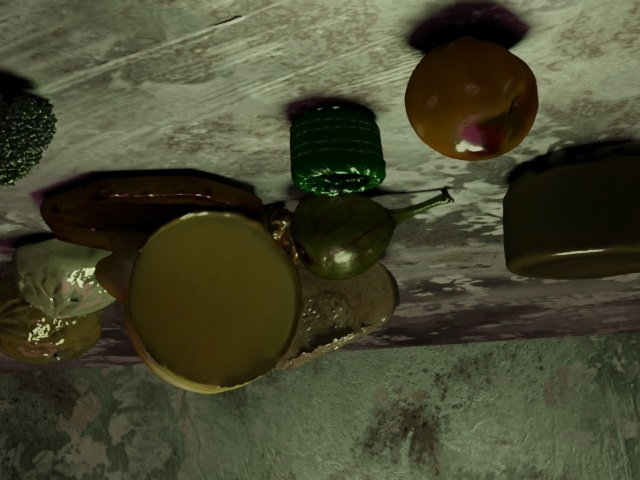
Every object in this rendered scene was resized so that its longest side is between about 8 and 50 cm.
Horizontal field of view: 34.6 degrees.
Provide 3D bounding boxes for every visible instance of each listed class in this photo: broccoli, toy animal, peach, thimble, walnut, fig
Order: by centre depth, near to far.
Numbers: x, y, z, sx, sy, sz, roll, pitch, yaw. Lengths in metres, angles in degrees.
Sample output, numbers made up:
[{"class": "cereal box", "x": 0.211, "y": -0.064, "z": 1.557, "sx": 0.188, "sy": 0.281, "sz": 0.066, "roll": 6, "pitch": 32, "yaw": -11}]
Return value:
[{"class": "peach", "x": 0.155, "y": -0.147, "z": 1.084, "sx": 0.138, "sy": 0.138, "sz": 0.138, "roll": -3, "pitch": 167, "yaw": -1}, {"class": "broccoli", "x": -0.388, "y": -0.121, "z": 1.162, "sx": 0.204, "sy": 0.122, "sz": 0.118, "roll": 4, "pitch": 159, "yaw": 39}, {"class": "thimble", "x": 0.021, "y": -0.108, "z": 1.285, "sx": 0.118, "sy": 0.090, "sz": 0.130, "roll": -6, "pitch": 167, "yaw": 5}, {"class": "fig", "x": 0.075, "y": -0.038, "z": 1.613, "sx": 0.259, "sy": 0.151, "sz": 0.151, "roll": -28, "pitch": 176, "yaw": -22}, {"class": "toy animal", "x": -0.006, "y": -0.002, "z": 1.759, "sx": 0.255, "sy": 0.116, "sz": 0.114, "roll": 1, "pitch": -170, "yaw": -40}, {"class": "walnut", "x": -0.534, "y": 0.146, "z": 2.001, "sx": 0.245, "sy": 0.198, "sz": 0.198, "roll": -3, "pitch": 170, "yaw": -44}]

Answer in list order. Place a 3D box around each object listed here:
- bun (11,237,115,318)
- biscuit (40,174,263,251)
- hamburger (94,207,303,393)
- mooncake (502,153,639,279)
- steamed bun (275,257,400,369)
[{"class": "bun", "x": -0.446, "y": 0.071, "z": 1.840, "sx": 0.231, "sy": 0.133, "sz": 0.231, "roll": -1, "pitch": 168, "yaw": 0}, {"class": "biscuit", "x": -0.256, "y": -0.036, "z": 1.603, "sx": 0.359, "sy": 0.046, "sz": 0.359, "roll": -2, "pitch": 166, "yaw": -1}, {"class": "hamburger", "x": -0.190, "y": 0.091, "z": 1.546, "sx": 0.303, "sy": 0.261, "sz": 0.186, "roll": 23, "pitch": 163, "yaw": -14}, {"class": "mooncake", "x": 0.414, "y": -0.033, "z": 1.557, "sx": 0.284, "sy": 0.155, "sz": 0.284, "roll": -5, "pitch": 168, "yaw": -1}, {"class": "steamed bun", "x": -0.005, "y": 0.115, "z": 1.995, "sx": 0.301, "sy": 0.199, "sz": 0.251, "roll": -27, "pitch": 177, "yaw": 6}]
